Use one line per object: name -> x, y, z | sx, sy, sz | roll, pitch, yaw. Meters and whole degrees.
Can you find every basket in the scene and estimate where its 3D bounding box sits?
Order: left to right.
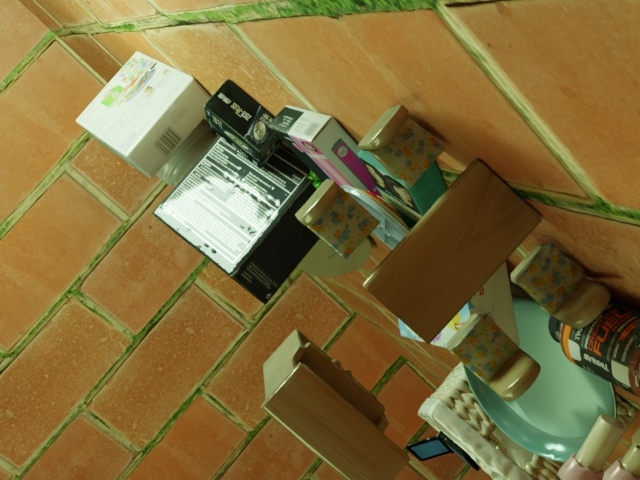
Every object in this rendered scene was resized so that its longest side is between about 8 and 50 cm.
basket -> 0.405, 0.356, 1.883 | 0.328, 0.266, 0.331 | 39, 172, 8

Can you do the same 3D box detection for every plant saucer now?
plant saucer -> 0.379, 0.233, 1.610 | 0.318, 0.044, 0.317 | 29, 132, 38

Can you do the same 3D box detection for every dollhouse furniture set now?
dollhouse furniture set -> 0.115, 0.085, 1.167 | 0.362, 0.394, 0.256 | 42, -179, -7

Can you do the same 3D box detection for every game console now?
game console -> 0.239, 0.422, 1.807 | 0.107, 0.071, 0.122 | 38, 173, 33

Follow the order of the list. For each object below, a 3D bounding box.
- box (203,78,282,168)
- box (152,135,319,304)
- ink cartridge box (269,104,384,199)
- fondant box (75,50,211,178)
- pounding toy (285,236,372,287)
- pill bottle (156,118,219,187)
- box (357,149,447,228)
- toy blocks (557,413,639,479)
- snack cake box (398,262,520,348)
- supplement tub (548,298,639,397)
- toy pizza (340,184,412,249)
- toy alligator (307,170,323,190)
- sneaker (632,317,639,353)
box -> -0.157, -0.238, 1.926 | 0.147, 0.077, 0.180 | 40, 173, 1
box -> -0.157, -0.069, 2.085 | 0.296, 0.294, 0.183 | 36, 174, 34
ink cartridge box -> 0.076, -0.094, 1.679 | 0.371, 0.069, 0.176 | 42, 173, -30
fondant box -> -0.425, -0.309, 2.236 | 0.330, 0.238, 0.096 | 32, 170, 49
pounding toy -> 0.000, 0.000, 2.250 | 0.183, 0.237, 0.110 | 69, -172, -53
pill bottle -> -0.224, -0.129, 2.349 | 0.392, 0.224, 0.224 | 39, 173, 6
box -> 0.144, -0.074, 1.435 | 0.100, 0.060, 0.244 | 36, 172, 30
toy blocks -> 0.541, 0.459, 1.431 | 0.309, 0.260, 0.288 | 13, -161, -36
snack cake box -> 0.224, 0.102, 1.609 | 0.264, 0.089, 0.152 | -176, 75, -67
supplement tub -> 0.393, 0.136, 1.242 | 0.106, 0.106, 0.198 | 44, 171, -28
toy pizza -> 0.114, -0.027, 1.505 | 0.201, 0.032, 0.201 | 41, 173, 6
toy alligator -> 0.001, -0.127, 1.883 | 0.190, 0.051, 0.056 | 44, 172, -27
sneaker -> 0.467, 0.156, 1.029 | 0.271, 0.100, 0.108 | 34, 176, 43
